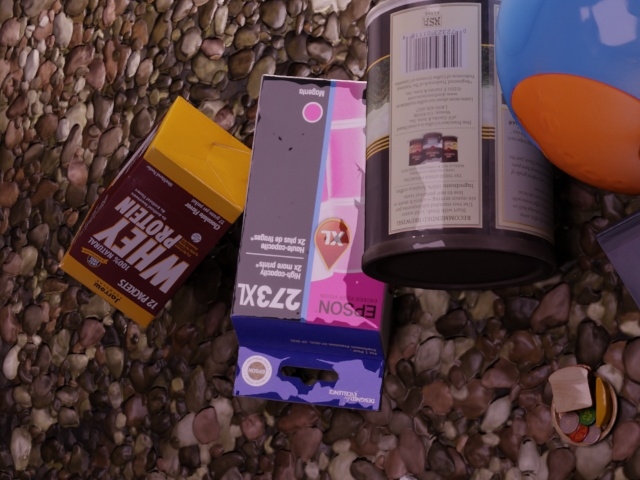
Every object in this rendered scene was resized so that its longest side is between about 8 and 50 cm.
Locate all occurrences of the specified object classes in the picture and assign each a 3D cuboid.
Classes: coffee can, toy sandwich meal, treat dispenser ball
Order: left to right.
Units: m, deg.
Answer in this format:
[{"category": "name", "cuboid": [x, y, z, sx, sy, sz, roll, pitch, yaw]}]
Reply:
[{"category": "coffee can", "cuboid": [0.145, -0.101, 1.753, 0.202, 0.201, 0.275, -10, 72, 38]}, {"category": "toy sandwich meal", "cuboid": [0.263, 0.166, 1.699, 0.086, 0.029, 0.085, -11, 72, 38]}, {"category": "treat dispenser ball", "cuboid": [0.309, -0.185, 1.578, 0.288, 0.288, 0.288, -11, 72, 38]}]

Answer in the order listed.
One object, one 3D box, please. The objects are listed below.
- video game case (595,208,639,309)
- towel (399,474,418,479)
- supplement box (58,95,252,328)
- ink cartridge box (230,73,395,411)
[{"category": "video game case", "cuboid": [0.402, 0.067, 1.520, 0.196, 0.026, 0.274, -31, 93, 31]}, {"category": "towel", "cuboid": [0.107, 0.412, 1.768, 0.209, 0.034, 0.285, 27, 97, 42]}, {"category": "supplement box", "cuboid": [-0.189, -0.036, 2.007, 0.194, 0.129, 0.191, -49, 11, 21]}, {"category": "ink cartridge box", "cuboid": [0.000, 0.000, 1.899, 0.176, 0.069, 0.370, 5, 84, 13]}]
